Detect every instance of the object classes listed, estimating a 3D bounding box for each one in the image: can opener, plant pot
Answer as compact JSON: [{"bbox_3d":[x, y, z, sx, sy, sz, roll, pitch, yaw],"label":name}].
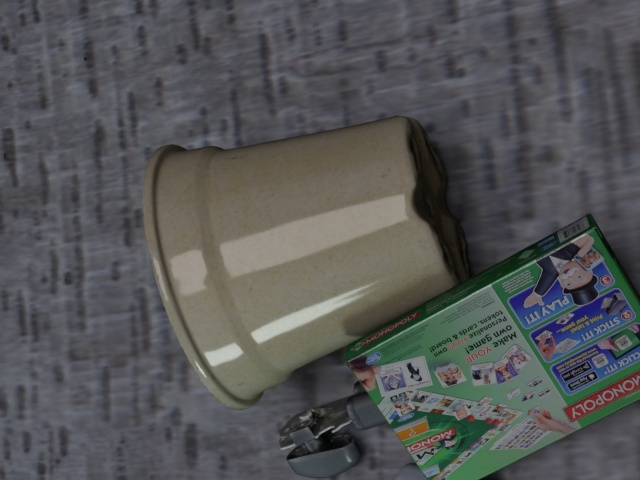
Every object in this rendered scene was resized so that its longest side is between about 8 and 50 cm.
[{"bbox_3d":[0.075,0.218,1.770,0.283,0.076,0.095,-21,108,25],"label":"can opener"},{"bbox_3d":[0.000,0.000,1.699,0.305,0.334,0.334,-18,77,15],"label":"plant pot"}]

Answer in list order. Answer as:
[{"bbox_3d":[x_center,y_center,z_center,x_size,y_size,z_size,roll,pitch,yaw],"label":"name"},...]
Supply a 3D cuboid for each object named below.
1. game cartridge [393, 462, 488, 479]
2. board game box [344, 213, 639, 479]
[{"bbox_3d":[0.144,0.427,1.713,0.198,0.062,0.297,9,90,24],"label":"game cartridge"},{"bbox_3d":[0.217,0.136,1.613,0.317,0.046,0.213,-29,109,14],"label":"board game box"}]
